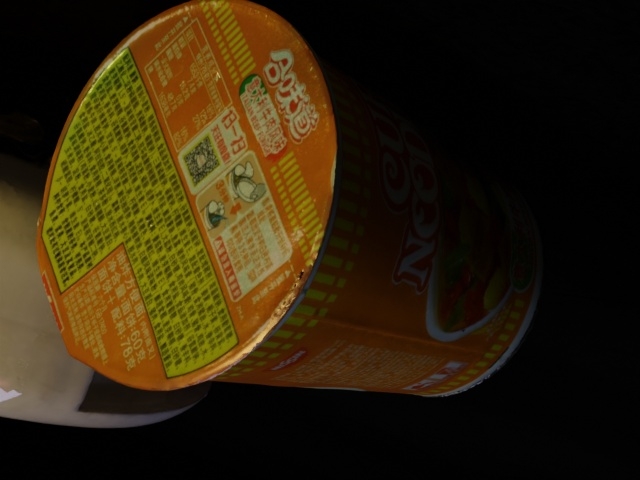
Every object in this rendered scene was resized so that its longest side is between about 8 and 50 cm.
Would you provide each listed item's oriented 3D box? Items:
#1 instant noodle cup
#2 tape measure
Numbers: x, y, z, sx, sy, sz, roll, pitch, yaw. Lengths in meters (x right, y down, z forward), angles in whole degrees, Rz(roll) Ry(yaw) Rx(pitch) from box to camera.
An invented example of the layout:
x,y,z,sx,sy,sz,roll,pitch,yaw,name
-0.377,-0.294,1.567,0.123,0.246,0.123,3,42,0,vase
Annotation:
x,y,z,sx,sy,sz,roll,pitch,yaw,name
0.000,0.000,0.797,0.168,0.168,0.185,7,172,42,instant noodle cup
-0.152,-0.006,0.924,0.258,0.130,0.265,20,-169,-5,tape measure
